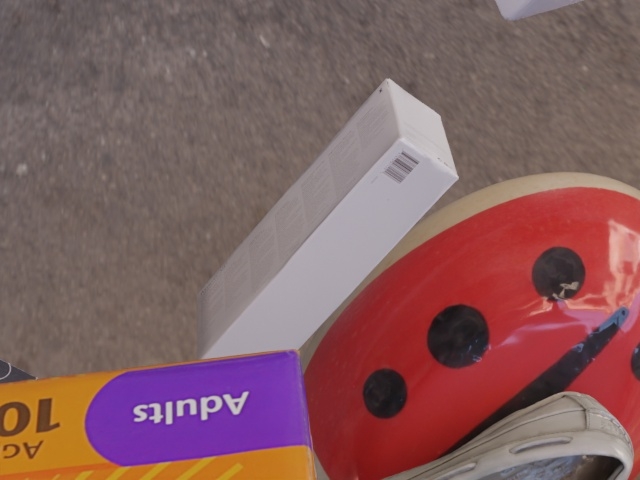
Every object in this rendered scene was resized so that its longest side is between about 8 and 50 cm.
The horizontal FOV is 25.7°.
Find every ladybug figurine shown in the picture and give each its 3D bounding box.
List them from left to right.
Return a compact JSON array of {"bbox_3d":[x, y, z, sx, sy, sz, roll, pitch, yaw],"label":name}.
[{"bbox_3d":[0.147,0.135,1.201,0.305,0.162,0.449,38,106,-5],"label":"ladybug figurine"}]

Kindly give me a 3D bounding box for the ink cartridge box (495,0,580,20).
[{"bbox_3d":[0.154,-0.253,0.790,0.100,0.237,0.172,-21,82,-22],"label":"ink cartridge box"}]

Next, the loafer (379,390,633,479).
[{"bbox_3d":[0.088,0.223,1.043,0.319,0.111,0.112,-36,98,4],"label":"loafer"}]

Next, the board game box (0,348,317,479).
[{"bbox_3d":[-0.152,0.304,0.510,0.356,0.356,0.356,-7,131,-1],"label":"board game box"}]

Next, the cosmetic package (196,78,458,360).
[{"bbox_3d":[0.000,0.000,1.046,0.060,0.099,0.239,32,115,-24],"label":"cosmetic package"}]

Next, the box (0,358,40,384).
[{"bbox_3d":[-0.183,0.213,0.984,0.247,0.142,0.163,26,131,1],"label":"box"}]
